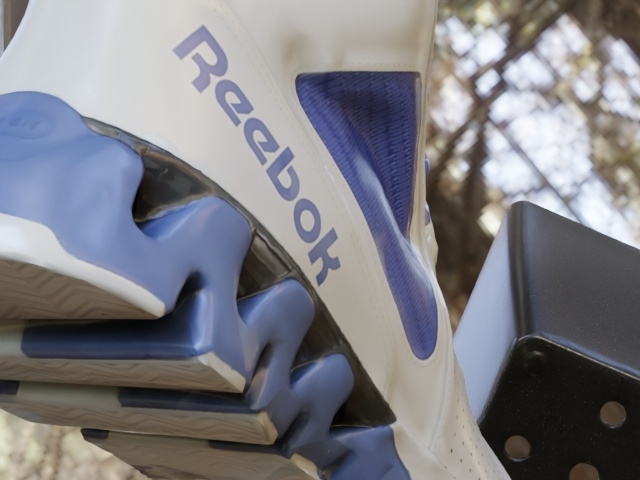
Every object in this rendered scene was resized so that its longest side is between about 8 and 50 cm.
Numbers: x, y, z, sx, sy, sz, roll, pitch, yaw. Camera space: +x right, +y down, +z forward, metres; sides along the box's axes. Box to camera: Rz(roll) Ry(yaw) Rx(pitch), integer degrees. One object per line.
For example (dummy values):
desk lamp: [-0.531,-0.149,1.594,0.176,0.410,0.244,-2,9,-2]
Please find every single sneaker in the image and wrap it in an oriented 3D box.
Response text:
sneaker: [-0.001,-0.001,0.550,0.315,0.127,0.182,50,-130,-52]

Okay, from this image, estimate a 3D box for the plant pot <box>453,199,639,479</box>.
plant pot: [0.156,0.109,1.032,0.167,0.188,0.187,-48,-19,-74]

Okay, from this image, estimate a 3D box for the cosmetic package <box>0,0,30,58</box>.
cosmetic package: [-0.099,-0.147,0.735,0.155,0.197,0.365,-19,-14,-17]
